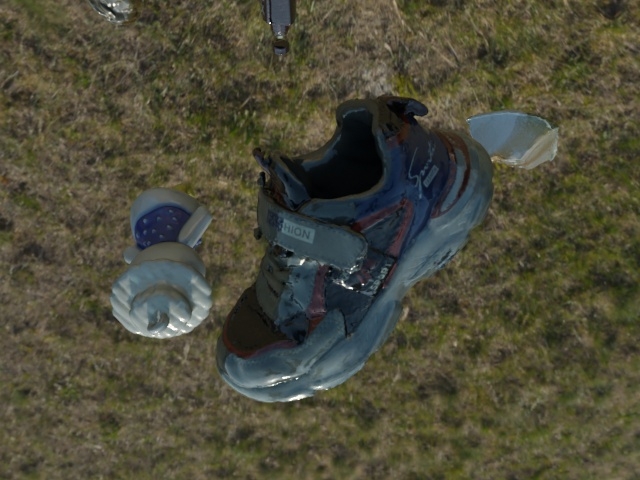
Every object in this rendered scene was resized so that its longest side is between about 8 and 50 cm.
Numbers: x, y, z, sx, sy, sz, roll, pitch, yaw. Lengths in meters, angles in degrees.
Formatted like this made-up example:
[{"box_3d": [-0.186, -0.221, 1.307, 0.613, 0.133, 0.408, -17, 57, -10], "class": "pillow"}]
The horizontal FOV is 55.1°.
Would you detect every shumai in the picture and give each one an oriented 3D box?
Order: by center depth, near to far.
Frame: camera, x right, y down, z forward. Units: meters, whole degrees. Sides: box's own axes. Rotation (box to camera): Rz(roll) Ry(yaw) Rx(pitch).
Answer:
[{"box_3d": [-0.370, -0.523, 1.140, 0.176, 0.166, 0.205, -17, 126, 25], "class": "shumai"}]

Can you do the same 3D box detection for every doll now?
[{"box_3d": [-0.200, 0.019, 0.795, 0.138, 0.293, 0.119, -26, 125, 7], "class": "doll"}]

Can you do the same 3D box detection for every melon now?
[{"box_3d": [0.366, -0.176, 1.084, 0.203, 0.093, 0.139, 12, 166, -24], "class": "melon"}]

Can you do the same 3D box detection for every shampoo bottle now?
[{"box_3d": [-0.073, -0.423, 1.034, 0.067, 0.068, 0.236, 3, 140, 2], "class": "shampoo bottle"}]

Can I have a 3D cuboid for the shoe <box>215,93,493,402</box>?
[{"box_3d": [0.000, 0.000, 0.378, 0.227, 0.099, 0.125, -47, 133, 3], "class": "shoe"}]
